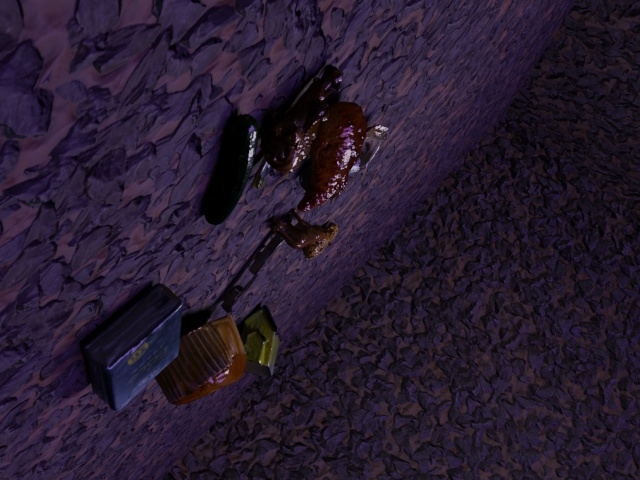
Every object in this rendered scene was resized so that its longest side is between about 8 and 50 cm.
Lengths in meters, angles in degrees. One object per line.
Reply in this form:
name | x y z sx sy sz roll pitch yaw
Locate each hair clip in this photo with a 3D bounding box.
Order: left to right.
hair clip | -0.071 -0.174 1.307 0.188 0.033 0.060 -52 172 4

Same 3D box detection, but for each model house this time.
model house | -0.212 0.305 2.274 0.194 0.170 0.211 83 20 -67

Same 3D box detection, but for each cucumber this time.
cucumber | -0.147 -0.107 1.182 0.056 0.056 0.284 -41 168 -38

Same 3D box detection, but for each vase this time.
vase | 0.016 -0.159 1.619 0.149 0.081 0.081 -35 163 -40

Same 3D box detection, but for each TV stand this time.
TV stand | -0.169 0.075 1.778 0.249 0.042 0.036 -52 167 15

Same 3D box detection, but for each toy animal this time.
toy animal | -0.055 -0.024 1.733 0.056 0.099 0.241 -53 170 17

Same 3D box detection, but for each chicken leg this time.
chicken leg | -0.031 -0.215 1.225 0.207 0.085 0.101 -58 156 -3

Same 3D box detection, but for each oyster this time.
oyster | 0.100 -0.227 1.771 0.105 0.056 0.177 -30 161 -28

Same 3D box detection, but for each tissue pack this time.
tissue pack | -0.355 0.206 1.371 0.185 0.081 0.257 -43 167 -29

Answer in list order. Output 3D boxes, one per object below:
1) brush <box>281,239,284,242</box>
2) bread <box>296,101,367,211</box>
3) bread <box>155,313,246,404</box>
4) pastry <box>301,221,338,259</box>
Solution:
brush | -0.125 0.021 1.837 0.083 0.016 0.013 -45 -178 -17
bread | 0.031 -0.171 1.471 0.139 0.095 0.268 -28 142 -38
bread | -0.277 0.296 1.728 0.204 0.156 0.288 -32 175 5
pastry | 0.000 0.000 2.182 0.080 0.056 0.140 -48 179 41
